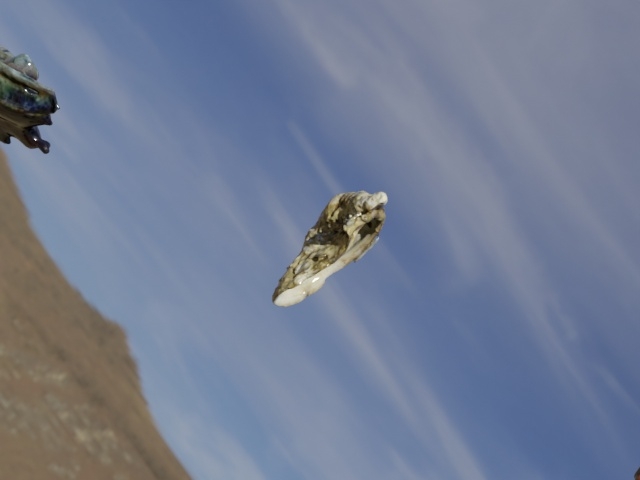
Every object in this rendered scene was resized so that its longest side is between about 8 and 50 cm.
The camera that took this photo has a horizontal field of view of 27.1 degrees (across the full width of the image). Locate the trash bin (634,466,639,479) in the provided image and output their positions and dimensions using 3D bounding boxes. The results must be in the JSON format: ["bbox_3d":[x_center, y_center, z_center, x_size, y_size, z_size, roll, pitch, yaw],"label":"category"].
[{"bbox_3d":[0.407,0.281,1.172,0.238,0.184,0.161,-111,176,-51],"label":"trash bin"}]

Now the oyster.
[{"bbox_3d":[0.000,0.000,0.820,0.038,0.083,0.080,53,-19,12],"label":"oyster"}]

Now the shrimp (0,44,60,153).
[{"bbox_3d":[-0.308,-0.116,0.853,0.289,0.178,0.075,36,-36,18],"label":"shrimp"}]
